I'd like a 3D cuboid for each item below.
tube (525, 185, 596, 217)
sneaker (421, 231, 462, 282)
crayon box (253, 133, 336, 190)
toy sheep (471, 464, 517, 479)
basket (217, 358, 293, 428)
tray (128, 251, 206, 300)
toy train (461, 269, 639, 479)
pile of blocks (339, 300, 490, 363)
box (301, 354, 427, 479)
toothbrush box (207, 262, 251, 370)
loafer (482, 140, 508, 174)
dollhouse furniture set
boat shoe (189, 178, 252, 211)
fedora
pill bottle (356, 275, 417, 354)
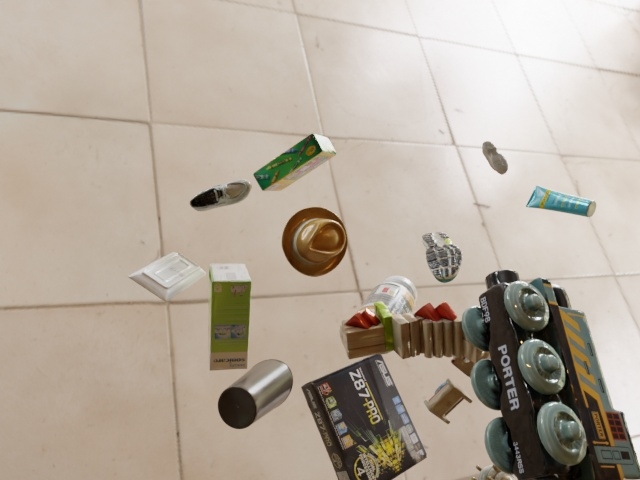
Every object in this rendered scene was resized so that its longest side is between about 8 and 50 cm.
[{"bbox_3d":[0.756,-0.120,1.640,0.052,0.207,0.080,37,81,-38],"label":"tube"},{"bbox_3d":[0.378,0.063,1.599,0.107,0.109,0.275,-9,21,9],"label":"sneaker"},{"bbox_3d":[-0.093,-0.287,1.946,0.081,0.279,0.165,61,20,5],"label":"crayon box"},{"bbox_3d":[0.420,0.585,1.255,0.091,0.132,0.091,8,67,-20],"label":"toy sheep"},{"bbox_3d":[-0.209,0.483,1.621,0.154,0.204,0.227,49,13,10],"label":"basket"},{"bbox_3d":[-0.481,0.103,1.677,0.145,0.030,0.270,33,20,4],"label":"tray"},{"bbox_3d":[0.327,0.202,0.753,0.191,0.142,0.333,13,55,-23],"label":"toy train"},{"bbox_3d":[0.209,0.174,1.112,0.363,0.112,0.149,-1,19,15],"label":"pile of blocks"},{"bbox_3d":[0.150,0.622,1.779,0.319,0.097,0.394,-12,72,-36],"label":"box"},{"bbox_3d":[-0.288,0.231,1.624,0.122,0.206,0.282,0,103,-14],"label":"toothbrush box"},{"bbox_3d":[0.519,-0.241,1.550,0.045,0.039,0.125,-16,59,-7],"label":"loafer"},{"bbox_3d":[0.303,0.307,1.242,0.129,0.129,0.183,40,98,-24],"label":"dollhouse furniture set"},{"bbox_3d":[-0.353,-0.155,1.833,0.228,0.081,0.079,-19,89,8],"label":"boat shoe"},{"bbox_3d":[0.000,0.000,1.318,0.195,0.079,0.194,3,83,-28],"label":"fedora"},{"bbox_3d":[0.219,0.235,1.709,0.162,0.162,0.278,44,36,1],"label":"pill bottle"}]
